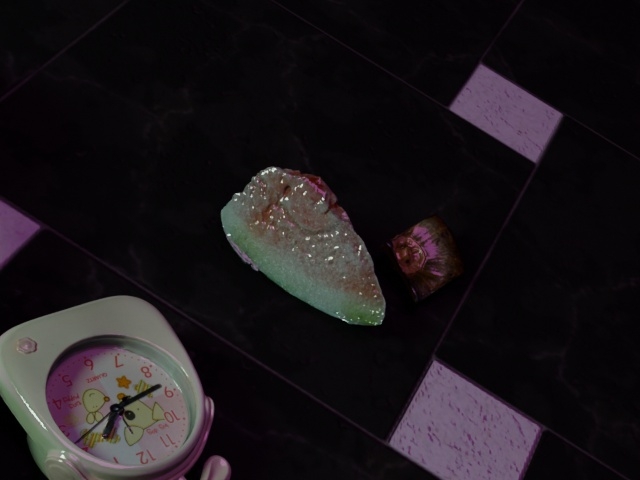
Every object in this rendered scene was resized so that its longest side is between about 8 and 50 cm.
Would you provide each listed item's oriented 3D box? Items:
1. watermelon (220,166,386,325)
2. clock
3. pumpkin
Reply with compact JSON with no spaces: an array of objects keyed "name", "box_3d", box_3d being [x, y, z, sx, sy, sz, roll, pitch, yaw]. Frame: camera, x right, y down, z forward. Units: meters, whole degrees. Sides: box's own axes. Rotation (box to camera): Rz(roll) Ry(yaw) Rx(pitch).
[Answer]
[{"name":"watermelon","box_3d":[-0.003,0.007,1.152,0.180,0.094,0.081,48,41,-2]},{"name":"clock","box_3d":[-0.162,0.138,0.959,0.151,0.062,0.191,-16,59,-38]},{"name":"pumpkin","box_3d":[0.101,0.022,1.228,0.101,0.035,0.073,-24,75,-44]}]
